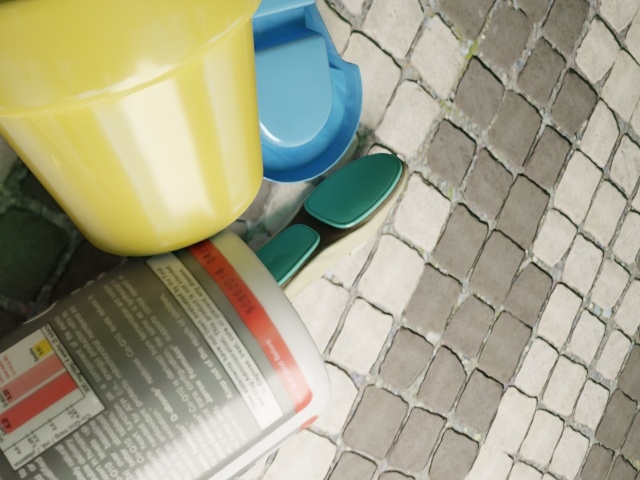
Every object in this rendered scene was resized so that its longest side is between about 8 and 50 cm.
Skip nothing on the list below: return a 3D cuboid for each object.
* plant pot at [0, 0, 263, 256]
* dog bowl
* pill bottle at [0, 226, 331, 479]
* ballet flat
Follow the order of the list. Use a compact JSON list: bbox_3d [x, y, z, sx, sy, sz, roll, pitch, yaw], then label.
[{"bbox_3d":[-0.152,-0.128,0.690,0.254,0.254,0.239,-37,130,-26],"label":"plant pot"},{"bbox_3d":[-0.056,-0.203,0.850,0.166,0.074,0.297,-24,114,-32],"label":"dog bowl"},{"bbox_3d":[-0.189,0.155,0.730,0.363,0.210,0.210,-34,119,-16],"label":"pill bottle"},{"bbox_3d":[0.000,0.000,0.947,0.248,0.086,0.086,-39,121,-23],"label":"ballet flat"}]
